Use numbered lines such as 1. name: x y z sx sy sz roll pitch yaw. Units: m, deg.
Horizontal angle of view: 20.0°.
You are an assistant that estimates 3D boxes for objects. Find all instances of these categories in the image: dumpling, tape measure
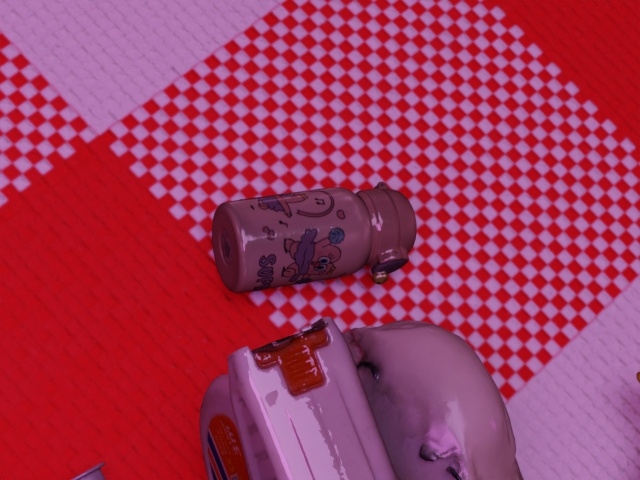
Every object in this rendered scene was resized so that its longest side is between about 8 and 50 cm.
1. dumpling: 0.123 0.191 1.822 0.227 0.175 0.243 20 56 -53
2. tape measure: -0.013 0.222 1.696 0.130 0.265 0.258 -21 84 -22

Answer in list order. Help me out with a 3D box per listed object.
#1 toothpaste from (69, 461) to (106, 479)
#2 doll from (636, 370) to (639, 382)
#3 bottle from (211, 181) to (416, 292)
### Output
1. toothpaste: -0.168 0.340 1.719 0.096 0.061 0.266 -26 83 -27
2. doll: 0.438 0.294 1.877 0.199 0.145 0.363 -10 76 -26
3. bottle: 0.000 0.000 1.896 0.209 0.097 0.110 -8 69 -21
